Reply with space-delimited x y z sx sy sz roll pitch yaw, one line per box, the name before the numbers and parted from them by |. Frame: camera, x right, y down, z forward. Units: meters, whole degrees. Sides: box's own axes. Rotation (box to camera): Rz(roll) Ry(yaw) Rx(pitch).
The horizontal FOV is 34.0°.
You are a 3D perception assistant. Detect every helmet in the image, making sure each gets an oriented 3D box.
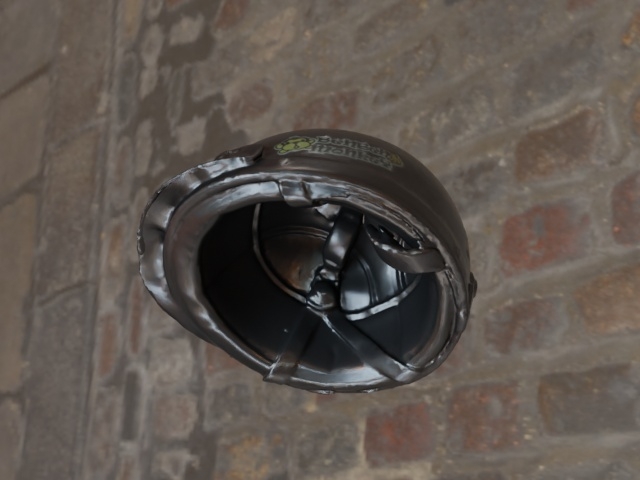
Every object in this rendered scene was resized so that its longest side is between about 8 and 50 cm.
helmet | 0.000 0.000 0.898 0.160 0.279 0.230 -63 -15 -49
